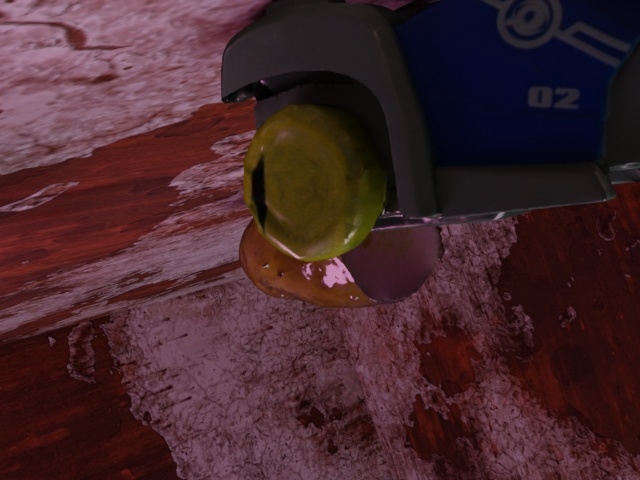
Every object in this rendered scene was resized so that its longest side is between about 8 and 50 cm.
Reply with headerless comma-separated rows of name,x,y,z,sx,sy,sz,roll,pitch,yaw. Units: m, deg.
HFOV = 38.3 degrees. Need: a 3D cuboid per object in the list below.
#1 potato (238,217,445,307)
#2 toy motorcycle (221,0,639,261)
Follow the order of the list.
potato,0.000,0.000,1.315,0.229,0.229,0.266,-16,179,-39
toy motorcycle,0.112,-0.103,0.554,0.326,0.200,0.191,-8,-176,37
